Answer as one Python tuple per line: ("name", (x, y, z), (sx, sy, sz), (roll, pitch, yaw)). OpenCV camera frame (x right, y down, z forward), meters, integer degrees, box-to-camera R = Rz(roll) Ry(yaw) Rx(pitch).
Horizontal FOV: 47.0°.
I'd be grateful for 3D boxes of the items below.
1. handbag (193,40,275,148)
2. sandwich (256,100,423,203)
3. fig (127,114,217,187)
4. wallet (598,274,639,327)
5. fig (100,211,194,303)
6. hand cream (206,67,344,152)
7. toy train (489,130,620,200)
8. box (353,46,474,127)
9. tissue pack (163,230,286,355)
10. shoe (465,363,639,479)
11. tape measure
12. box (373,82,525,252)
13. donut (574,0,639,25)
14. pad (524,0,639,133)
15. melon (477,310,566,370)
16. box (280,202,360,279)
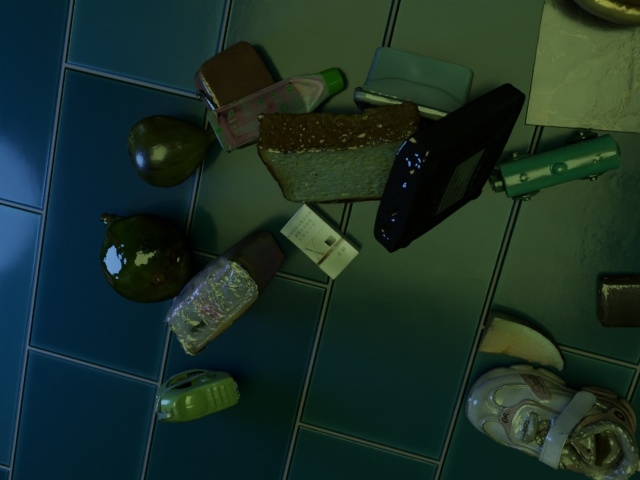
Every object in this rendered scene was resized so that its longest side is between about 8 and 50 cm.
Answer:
("handbag", (-0.161, -0.285, 1.469), (0.151, 0.072, 0.193), (-30, 98, -20))
("sandwich", (0.054, -0.157, 1.404), (0.301, 0.271, 0.099), (-3, 72, 9))
("fig", (-0.266, -0.201, 1.526), (0.259, 0.151, 0.151), (-17, 100, -10))
("wallet", (0.665, 0.122, 1.478), (0.198, 0.031, 0.110), (-1, 103, 9))
("fig", (-0.380, 0.016, 1.563), (0.195, 0.195, 0.245), (-49, 57, 15))
("hand cream", (-0.082, -0.263, 1.440), (0.275, 0.050, 0.079), (-27, 71, -14))
("toy train", (0.446, -0.138, 1.393), (0.248, 0.159, 0.101), (-16, 94, 14))
("box", (0.182, -0.278, 1.406), (0.227, 0.162, 0.130), (15, 93, 5))
("tissue pack", (-0.190, 0.094, 1.493), (0.215, 0.256, 0.123), (-42, 96, 16))
("shoe", (0.472, 0.366, 1.477), (0.351, 0.198, 0.171), (7, 102, 7))
("tape measure", (-0.281, 0.340, 1.616), (0.177, 0.154, 0.087), (-15, 104, -18))
("box", (0.231, -0.125, 1.327), (0.073, 0.289, 0.290), (46, 148, 23))
("donut", (0.568, -0.595, 1.250), (0.449, 0.198, 0.448), (2, 102, 9))
("pad", (0.595, -0.328, 1.403), (0.368, 0.007, 0.247), (7, 103, 8))
("melon", (0.428, 0.211, 1.528), (0.182, 0.054, 0.098), (13, 109, 5))
("box", (0.000, 0.000, 1.553), (0.154, 0.040, 0.084), (42, 104, 0))
